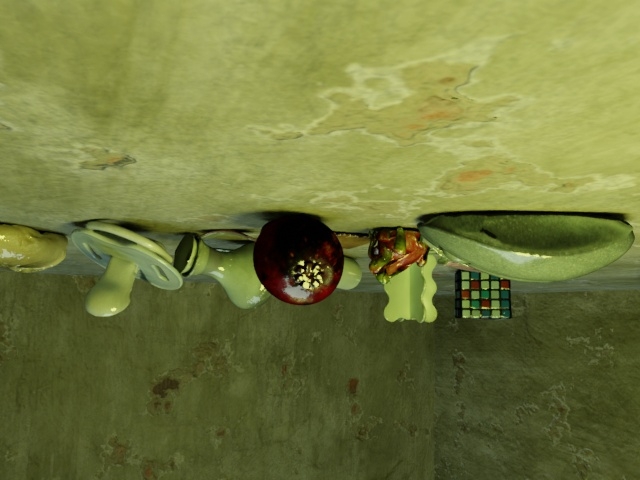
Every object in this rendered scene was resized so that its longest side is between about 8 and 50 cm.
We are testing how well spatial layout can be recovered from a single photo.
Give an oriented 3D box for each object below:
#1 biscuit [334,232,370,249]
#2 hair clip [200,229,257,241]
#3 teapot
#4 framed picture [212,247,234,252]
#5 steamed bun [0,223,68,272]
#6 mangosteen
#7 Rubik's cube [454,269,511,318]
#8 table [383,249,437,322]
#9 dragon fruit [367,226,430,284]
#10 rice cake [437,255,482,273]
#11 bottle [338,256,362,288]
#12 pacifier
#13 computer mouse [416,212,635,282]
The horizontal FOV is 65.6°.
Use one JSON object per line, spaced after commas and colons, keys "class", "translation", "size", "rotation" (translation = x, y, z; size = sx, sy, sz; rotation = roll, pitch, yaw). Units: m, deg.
{"class": "biscuit", "translation": [0.000, 0.000, 1.213], "size": [0.232, 0.013, 0.237], "rotation": [4, 170, -17]}
{"class": "hair clip", "translation": [-0.212, -0.011, 1.155], "size": [0.137, 0.022, 0.054], "rotation": [2, 172, 17]}
{"class": "teapot", "translation": [-0.234, 0.068, 1.260], "size": [0.250, 0.184, 0.183], "rotation": [23, 161, -34]}
{"class": "framed picture", "translation": [-0.312, 0.047, 1.586], "size": [0.274, 0.017, 0.217], "rotation": [6, 170, -21]}
{"class": "steamed bun", "translation": [-0.751, 0.025, 1.245], "size": [0.212, 0.111, 0.231], "rotation": [7, 172, -35]}
{"class": "mangosteen", "translation": [-0.045, 0.030, 0.966], "size": [0.199, 0.200, 0.200], "rotation": [2, 171, 0]}
{"class": "Rubik's cube", "translation": [0.604, 0.204, 1.866], "size": [0.182, 0.184, 0.187], "rotation": [1, 170, 9]}
{"class": "table", "translation": [0.254, 0.131, 1.401], "size": [0.166, 0.198, 0.166], "rotation": [2, 172, 0]}
{"class": "dragon fruit", "translation": [0.160, 0.024, 1.072], "size": [0.142, 0.175, 0.138], "rotation": [32, 160, 2]}
{"class": "rice cake", "translation": [0.437, 0.065, 1.414], "size": [0.290, 0.051, 0.081], "rotation": [10, 169, -44]}
{"class": "bottle", "translation": [0.062, 0.099, 1.560], "size": [0.104, 0.104, 0.245], "rotation": [-2, 170, 24]}
{"class": "pacifier", "translation": [-0.461, 0.073, 1.116], "size": [0.278, 0.207, 0.227], "rotation": [16, 153, 11]}
{"class": "computer mouse", "translation": [0.365, 0.017, 0.905], "size": [0.373, 0.114, 0.203], "rotation": [1, 172, 12]}
